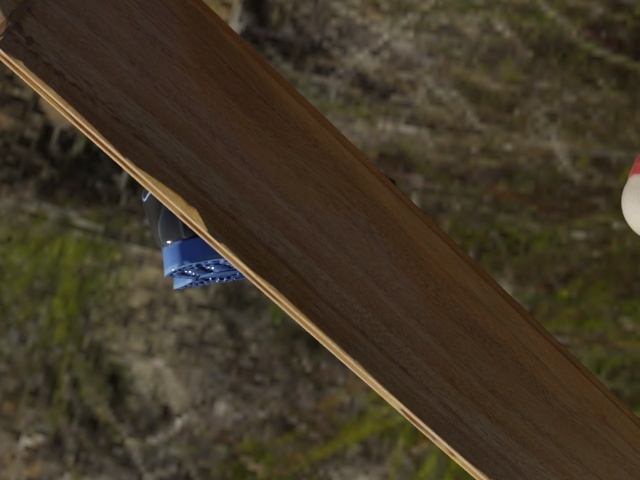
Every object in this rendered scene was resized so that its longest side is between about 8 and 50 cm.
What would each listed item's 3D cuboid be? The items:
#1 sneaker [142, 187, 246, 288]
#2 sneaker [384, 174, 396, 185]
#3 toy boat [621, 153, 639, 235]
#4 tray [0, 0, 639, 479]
[{"bbox_3d":[-0.084,-0.016,1.403,0.081,0.090,0.232,-10,175,-1],"label":"sneaker"},{"bbox_3d":[0.043,-0.047,1.548,0.037,0.032,0.083,-37,79,37],"label":"sneaker"},{"bbox_3d":[0.336,-0.054,1.486,0.151,0.151,0.231,23,-170,25],"label":"toy boat"},{"bbox_3d":[0.000,0.000,0.897,0.076,0.203,0.411,-48,116,-3],"label":"tray"}]
